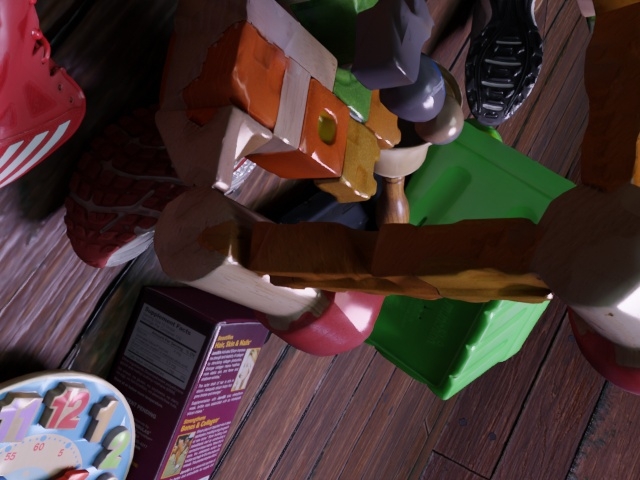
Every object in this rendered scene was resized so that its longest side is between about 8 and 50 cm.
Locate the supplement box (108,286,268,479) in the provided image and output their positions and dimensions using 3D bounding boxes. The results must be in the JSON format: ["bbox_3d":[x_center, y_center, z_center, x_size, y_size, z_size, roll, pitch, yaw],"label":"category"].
[{"bbox_3d":[-0.129,0.141,0.677,0.188,0.080,0.104,-68,158,4],"label":"supplement box"}]

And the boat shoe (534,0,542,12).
[{"bbox_3d":[0.390,-0.501,1.223,0.110,0.104,0.308,-9,120,-65],"label":"boat shoe"}]

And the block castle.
[{"bbox_3d":[0.096,-0.147,0.485,0.212,0.302,0.454,29,66,-55],"label":"block castle"}]

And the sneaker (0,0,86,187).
[{"bbox_3d":[-0.164,-0.116,0.368,0.221,0.087,0.128,-61,170,19],"label":"sneaker"}]

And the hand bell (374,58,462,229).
[{"bbox_3d":[0.076,-0.068,0.823,0.126,0.126,0.242,-56,160,-27],"label":"hand bell"}]

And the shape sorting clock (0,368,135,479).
[{"bbox_3d":[-0.214,0.184,0.540,0.206,0.040,0.206,-32,134,-41],"label":"shape sorting clock"}]

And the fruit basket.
[{"bbox_3d":[0.223,-0.015,1.107,0.392,0.282,0.392,-48,161,-22],"label":"fruit basket"}]

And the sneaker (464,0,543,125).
[{"bbox_3d":[0.254,-0.276,1.078,0.108,0.100,0.272,83,16,-68],"label":"sneaker"}]

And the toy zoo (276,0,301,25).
[{"bbox_3d":[0.029,-0.191,0.787,0.193,0.030,0.293,-67,158,1],"label":"toy zoo"}]

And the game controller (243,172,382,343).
[{"bbox_3d":[0.000,0.000,0.893,0.319,0.067,0.167,-37,158,-51],"label":"game controller"}]

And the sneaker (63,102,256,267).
[{"bbox_3d":[-0.091,-0.056,0.563,0.225,0.088,0.093,-51,155,-35],"label":"sneaker"}]
